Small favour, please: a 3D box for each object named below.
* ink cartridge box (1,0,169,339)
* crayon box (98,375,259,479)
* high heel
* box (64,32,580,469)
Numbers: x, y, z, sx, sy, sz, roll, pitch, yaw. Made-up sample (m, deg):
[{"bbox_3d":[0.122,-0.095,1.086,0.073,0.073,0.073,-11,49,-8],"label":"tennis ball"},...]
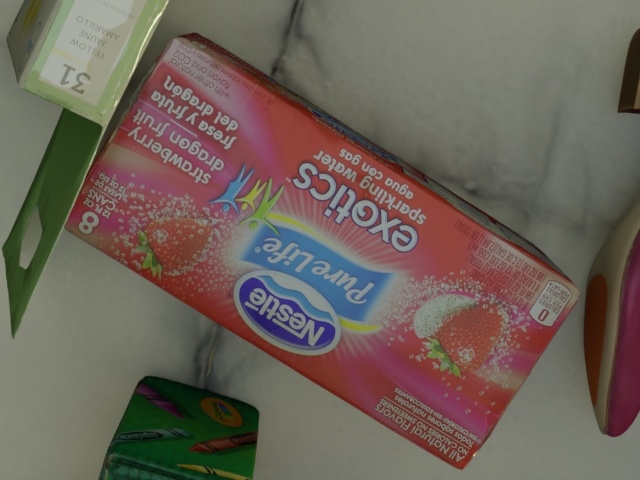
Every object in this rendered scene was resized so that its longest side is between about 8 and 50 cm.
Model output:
[{"bbox_3d":[-0.140,-0.086,0.734,0.056,0.171,0.235,26,98,-20],"label":"ink cartridge box"},{"bbox_3d":[-0.110,0.235,0.788,0.081,0.165,0.279,16,98,-3],"label":"crayon box"},{"bbox_3d":[0.224,-0.001,0.805,0.117,0.082,0.244,7,91,-3],"label":"high heel"},{"bbox_3d":[0.000,0.000,0.772,0.256,0.128,0.123,32,97,-6],"label":"box"}]
